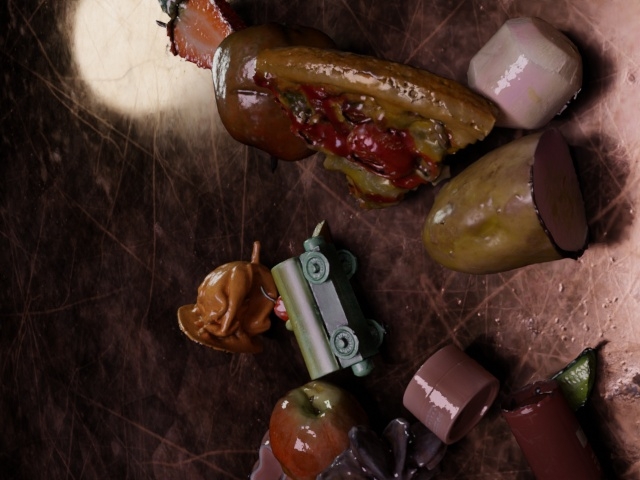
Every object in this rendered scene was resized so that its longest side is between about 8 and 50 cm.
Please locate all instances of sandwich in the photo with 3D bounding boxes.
[{"bbox_3d":[0.000,0.000,1.581,0.031,0.044,0.083,-27,75,47],"label":"sandwich"}]

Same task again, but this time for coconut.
[{"bbox_3d":[0.319,-0.253,1.167,0.171,0.170,0.183,55,130,23],"label":"coconut"}]

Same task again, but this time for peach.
[{"bbox_3d":[0.004,0.415,1.535,0.214,0.214,0.236,28,146,38],"label":"peach"}]

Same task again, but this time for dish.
[{"bbox_3d":[-0.096,0.533,1.709,0.213,0.090,0.213,8,102,42],"label":"dish"}]

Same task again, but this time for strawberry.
[{"bbox_3d":[-0.256,-0.495,1.722,0.286,0.106,0.188,39,126,19],"label":"strawberry"}]

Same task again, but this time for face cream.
[{"bbox_3d":[0.236,0.277,1.319,0.104,0.149,0.149,39,120,32],"label":"face cream"}]

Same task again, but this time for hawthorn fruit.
[{"bbox_3d":[-0.077,-0.281,1.468,0.267,0.267,0.301,13,111,42],"label":"hawthorn fruit"}]

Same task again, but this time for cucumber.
[{"bbox_3d":[0.405,0.263,1.232,0.070,0.046,0.220,54,129,22],"label":"cucumber"}]

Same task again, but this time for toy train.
[{"bbox_3d":[0.015,0.147,1.528,0.189,0.126,0.308,-32,75,41],"label":"toy train"}]

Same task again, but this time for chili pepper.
[{"bbox_3d":[-0.029,0.175,1.616,0.272,0.063,0.071,33,116,22],"label":"chili pepper"}]

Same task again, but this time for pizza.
[{"bbox_3d":[0.093,-0.157,1.288,0.439,0.130,0.406,20,152,24],"label":"pizza"}]

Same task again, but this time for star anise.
[{"bbox_3d":[0.107,0.456,1.424,0.359,0.316,0.139,-36,31,1],"label":"star anise"}]

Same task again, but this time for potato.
[{"bbox_3d":[0.280,-0.043,1.196,0.266,0.229,0.229,-15,85,40],"label":"potato"}]

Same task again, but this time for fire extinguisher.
[{"bbox_3d":[0.429,0.387,1.173,0.147,0.106,0.337,-28,90,24],"label":"fire extinguisher"}]

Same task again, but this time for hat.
[{"bbox_3d":[-0.194,0.106,1.685,0.233,0.244,0.233,30,101,29],"label":"hat"}]
